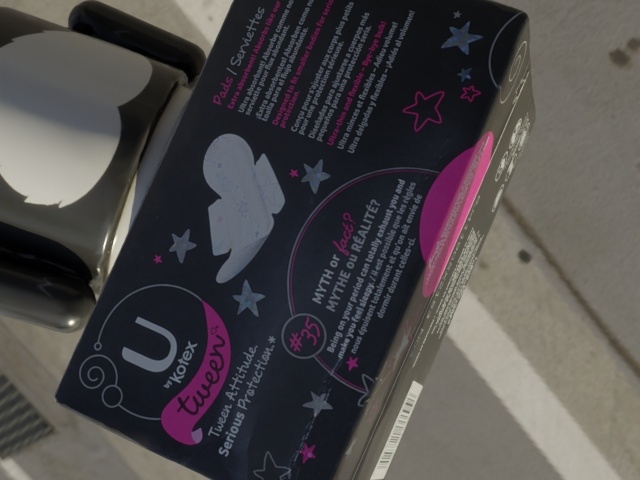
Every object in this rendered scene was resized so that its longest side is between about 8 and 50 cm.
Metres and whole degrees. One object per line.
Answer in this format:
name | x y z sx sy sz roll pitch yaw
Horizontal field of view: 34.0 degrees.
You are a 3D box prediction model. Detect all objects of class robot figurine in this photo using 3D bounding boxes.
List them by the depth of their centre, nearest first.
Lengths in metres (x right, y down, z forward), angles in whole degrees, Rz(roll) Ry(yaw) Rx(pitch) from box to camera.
robot figurine | -0.176 -0.061 0.733 0.278 0.173 0.209 20 100 -2

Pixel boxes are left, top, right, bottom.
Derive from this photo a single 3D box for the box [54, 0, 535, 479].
box | 0.000 0.000 0.544 0.142 0.247 0.163 23 175 16
